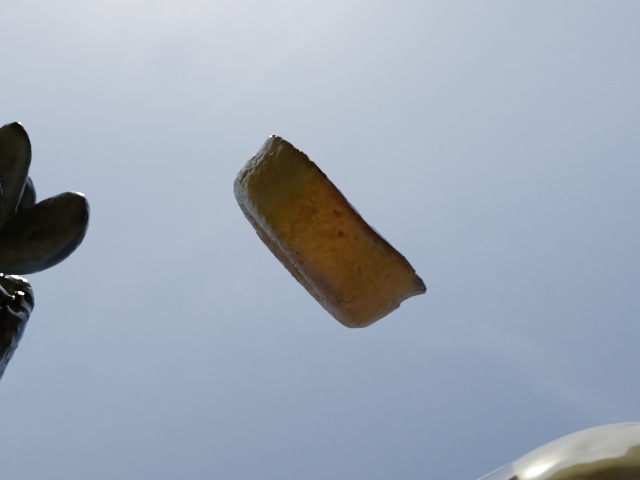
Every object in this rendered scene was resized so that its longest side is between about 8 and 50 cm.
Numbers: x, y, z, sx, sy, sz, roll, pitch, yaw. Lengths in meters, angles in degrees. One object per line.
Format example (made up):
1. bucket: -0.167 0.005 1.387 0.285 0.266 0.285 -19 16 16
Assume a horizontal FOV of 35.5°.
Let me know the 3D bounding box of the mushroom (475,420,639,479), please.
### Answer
1. mushroom: 0.187 0.290 0.614 0.314 0.314 0.336 -18 -102 -6

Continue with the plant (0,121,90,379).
1. plant: -0.284 0.031 0.757 0.146 0.275 0.149 25 -147 -17

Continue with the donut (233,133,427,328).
1. donut: -0.001 0.000 0.856 0.074 0.190 0.174 -44 -156 -4
